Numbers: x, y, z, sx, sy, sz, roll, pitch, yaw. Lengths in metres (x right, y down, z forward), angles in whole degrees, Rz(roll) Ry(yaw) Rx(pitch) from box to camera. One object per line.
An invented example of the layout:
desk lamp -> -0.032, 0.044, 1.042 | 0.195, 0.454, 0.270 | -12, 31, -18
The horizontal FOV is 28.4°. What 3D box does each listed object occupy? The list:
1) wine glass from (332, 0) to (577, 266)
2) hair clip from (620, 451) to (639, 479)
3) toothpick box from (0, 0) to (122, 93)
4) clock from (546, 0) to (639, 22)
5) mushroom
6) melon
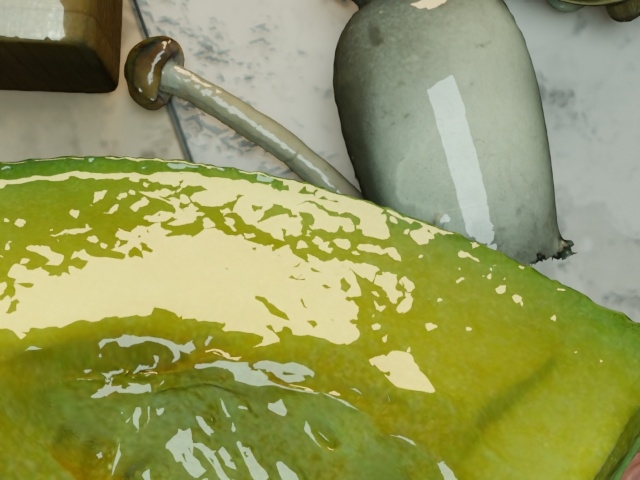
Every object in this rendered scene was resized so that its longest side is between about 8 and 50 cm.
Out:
wine glass -> 0.065, -0.073, 0.695 | 0.111, 0.111, 0.204 | -14, 81, -5
hair clip -> 0.199, 0.143, 0.685 | 0.123, 0.102, 0.138 | 44, 82, -2
toothpick box -> -0.178, -0.243, 0.670 | 0.190, 0.187, 0.308 | 1, 87, -5
clock -> 0.222, -0.200, 0.695 | 0.243, 0.200, 0.147 | 17, 54, -2
mushroom -> 0.000, -0.001, 0.723 | 0.068, 0.043, 0.306 | -41, 89, 10
melon -> -0.061, 0.101, 0.589 | 0.343, 0.226, 0.331 | 36, 101, 14
